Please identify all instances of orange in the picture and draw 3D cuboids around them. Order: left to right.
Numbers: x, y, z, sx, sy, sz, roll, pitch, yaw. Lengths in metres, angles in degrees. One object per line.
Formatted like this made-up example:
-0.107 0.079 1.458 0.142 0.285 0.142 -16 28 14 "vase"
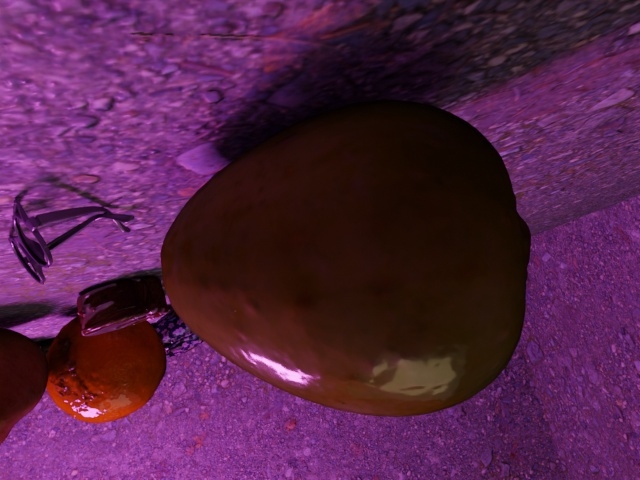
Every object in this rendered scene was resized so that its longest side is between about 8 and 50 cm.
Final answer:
-0.458 0.266 1.143 0.246 0.246 0.246 -15 171 -3 "orange"

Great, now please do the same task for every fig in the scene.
0.008 0.013 0.462 0.326 0.258 0.258 1 177 22 "fig"

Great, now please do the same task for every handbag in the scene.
-0.410 0.261 1.505 0.207 0.127 0.229 -28 176 -13 "handbag"

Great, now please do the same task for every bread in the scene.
-0.362 0.119 0.966 0.160 0.073 0.160 -17 174 -2 "bread"

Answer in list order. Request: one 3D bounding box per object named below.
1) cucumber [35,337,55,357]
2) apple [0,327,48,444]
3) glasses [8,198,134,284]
-0.726 0.294 1.445 0.250 0.056 0.056 -9 169 -23 "cucumber"
-0.628 0.272 0.964 0.260 0.194 0.261 -30 -153 17 "apple"
-0.241 -0.015 0.521 0.103 0.063 0.140 -36 -176 -34 "glasses"
